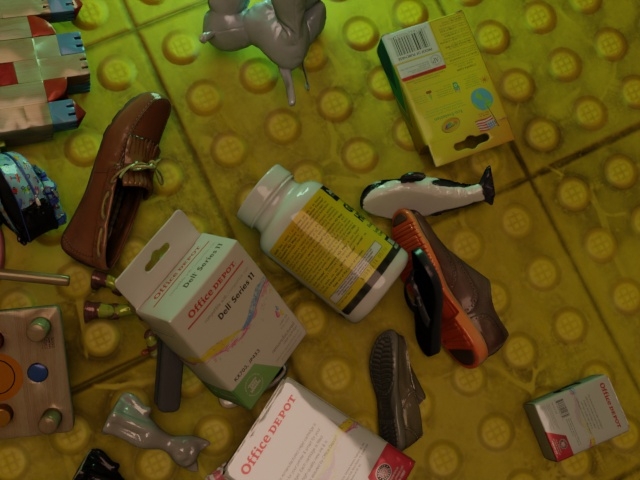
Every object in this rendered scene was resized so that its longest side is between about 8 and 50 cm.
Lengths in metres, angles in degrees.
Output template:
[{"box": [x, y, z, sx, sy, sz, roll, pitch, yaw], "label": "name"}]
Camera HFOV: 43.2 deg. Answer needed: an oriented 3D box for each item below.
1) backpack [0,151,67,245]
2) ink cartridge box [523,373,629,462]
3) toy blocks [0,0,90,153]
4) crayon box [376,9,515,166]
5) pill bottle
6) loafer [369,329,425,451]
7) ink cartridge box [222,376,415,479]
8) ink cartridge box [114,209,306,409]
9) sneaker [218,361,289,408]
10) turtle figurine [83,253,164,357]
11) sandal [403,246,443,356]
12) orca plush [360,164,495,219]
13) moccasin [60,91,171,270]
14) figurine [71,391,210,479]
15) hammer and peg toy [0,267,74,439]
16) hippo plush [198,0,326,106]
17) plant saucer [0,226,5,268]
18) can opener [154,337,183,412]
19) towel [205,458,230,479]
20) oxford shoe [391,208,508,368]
[{"box": [-0.594, -0.102, 1.592, 0.116, 0.158, 0.173, -32, 129, -30], "label": "backpack"}, {"box": [0.540, 0.373, 1.707, 0.175, 0.072, 0.128, -20, 82, -9], "label": "ink cartridge box"}, {"box": [-0.599, -0.355, 1.674, 0.260, 0.191, 0.382, -12, 81, -19], "label": "toy blocks"}, {"box": [0.275, -0.328, 1.796, 0.202, 0.081, 0.319, -19, 82, -9], "label": "crayon box"}, {"box": [0.000, 0.000, 1.655, 0.334, 0.188, 0.188, 39, 78, 1], "label": "pill bottle"}, {"box": [0.164, 0.309, 1.679, 0.087, 0.094, 0.251, -3, 90, -31], "label": "loafer"}, {"box": [-0.006, 0.442, 1.576, 0.306, 0.131, 0.226, 34, 75, 3], "label": "ink cartridge box"}, {"box": [-0.199, 0.132, 1.530, 0.207, 0.119, 0.353, -53, 129, -24], "label": "ink cartridge box"}, {"box": [-0.136, 0.288, 1.646, 0.161, 0.075, 0.057, -28, 84, -10], "label": "sneaker"}, {"box": [-0.364, 0.141, 1.641, 0.217, 0.087, 0.270, 8, 79, -5], "label": "turtle figurine"}, {"box": [0.207, 0.135, 1.643, 0.054, 0.097, 0.255, -16, 120, -15], "label": "sandal"}, {"box": [0.225, -0.122, 1.744, 0.287, 0.151, 0.102, -16, 44, 8], "label": "orca plush"}, {"box": [-0.392, -0.123, 1.643, 0.146, 0.139, 0.380, 19, 77, 23], "label": "moccasin"}, {"box": [-0.347, 0.436, 1.582, 0.209, 0.092, 0.215, 30, 94, -9], "label": "figurine"}, {"box": [-0.610, 0.204, 1.536, 0.265, 0.127, 0.362, -4, 99, -7], "label": "hammer and peg toy"}, {"box": [-0.127, -0.482, 1.747, 0.236, 0.234, 0.294, 11, 121, 13], "label": "hippo plush"}, {"box": [-0.811, 0.024, 1.616, 0.332, 0.084, 0.332, 1, 81, -7], "label": "plant saucer"}, {"box": [-0.277, 0.197, 1.590, 0.093, 0.074, 0.281, 8, 92, -20], "label": "can opener"}, {"box": [-0.118, 0.483, 1.638, 0.197, 0.029, 0.144, -35, 85, -11], "label": "towel"}, {"box": [0.272, 0.085, 1.719, 0.132, 0.130, 0.364, -27, 90, -28], "label": "oxford shoe"}]
